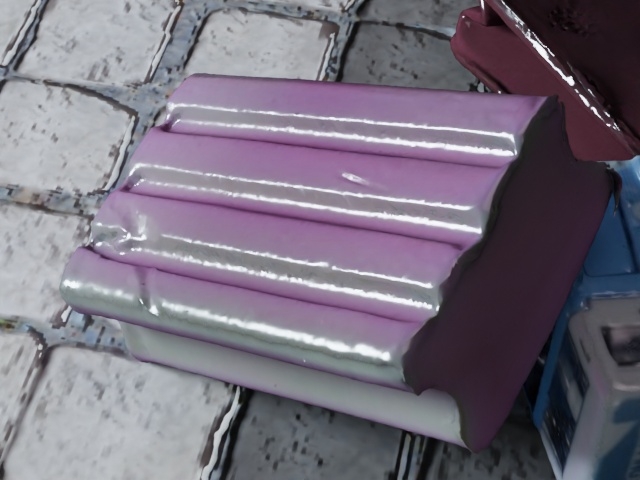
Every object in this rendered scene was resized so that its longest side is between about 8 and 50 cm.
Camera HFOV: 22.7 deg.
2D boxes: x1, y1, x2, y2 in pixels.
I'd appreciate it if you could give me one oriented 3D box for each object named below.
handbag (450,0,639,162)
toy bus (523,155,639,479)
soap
[{"bbox_3d":[0.193,-0.095,0.782,0.203,0.074,0.216,-22,52,-21],"label":"handbag"},{"bbox_3d":[0.228,0.031,0.639,0.297,0.106,0.131,-3,50,-5],"label":"toy bus"},{"bbox_3d":[0.000,0.000,0.617,0.203,0.065,0.122,10,63,46],"label":"soap"}]
